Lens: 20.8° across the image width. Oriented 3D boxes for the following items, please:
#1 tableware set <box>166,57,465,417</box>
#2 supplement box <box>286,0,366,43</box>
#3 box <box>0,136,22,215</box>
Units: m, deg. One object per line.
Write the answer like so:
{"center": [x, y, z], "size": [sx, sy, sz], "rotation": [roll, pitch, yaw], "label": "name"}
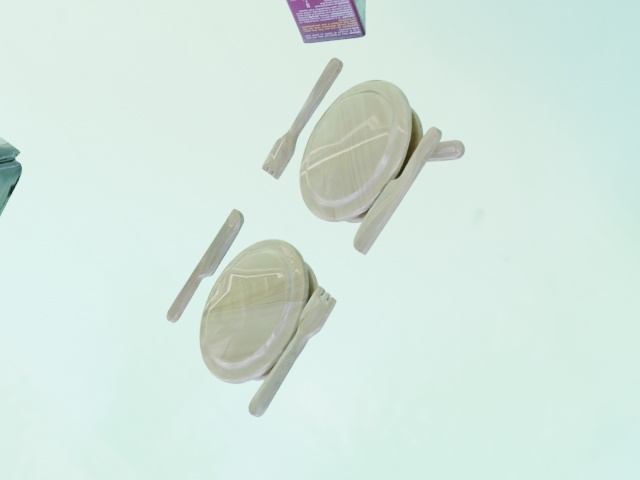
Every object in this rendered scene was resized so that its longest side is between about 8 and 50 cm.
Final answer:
{"center": [0.000, 0.000, 0.988], "size": [0.039, 0.194, 0.128], "rotation": [28, -171, -37], "label": "tableware set"}
{"center": [0.000, -0.169, 1.078], "size": [0.043, 0.055, 0.083], "rotation": [-6, 149, 13], "label": "supplement box"}
{"center": [-0.304, 0.018, 0.661], "size": [0.293, 0.296, 0.073], "rotation": [32, -166, 10], "label": "box"}
